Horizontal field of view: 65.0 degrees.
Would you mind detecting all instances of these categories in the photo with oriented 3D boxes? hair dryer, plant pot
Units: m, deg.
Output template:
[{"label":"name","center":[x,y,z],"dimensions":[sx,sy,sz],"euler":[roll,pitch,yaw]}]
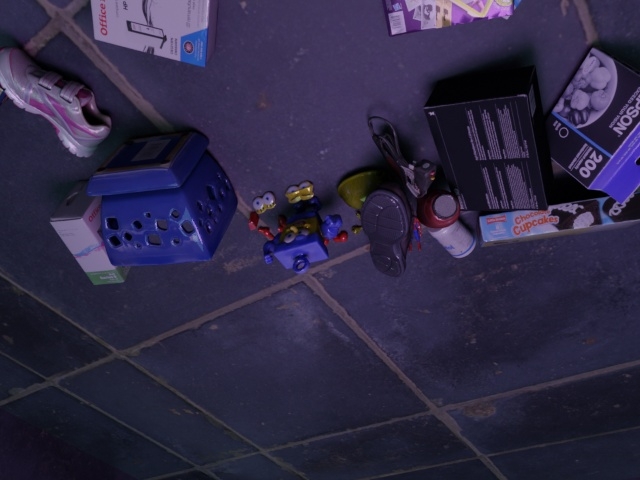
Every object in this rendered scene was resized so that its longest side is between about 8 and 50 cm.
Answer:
[{"label":"hair dryer","center":[0.208,-0.122,1.044],"dimensions":[0.080,0.224,0.294],"euler":[-31,139,0]},{"label":"plant pot","center":[-0.337,-0.099,1.081],"dimensions":[0.235,0.236,0.212],"euler":[-5,125,11]}]

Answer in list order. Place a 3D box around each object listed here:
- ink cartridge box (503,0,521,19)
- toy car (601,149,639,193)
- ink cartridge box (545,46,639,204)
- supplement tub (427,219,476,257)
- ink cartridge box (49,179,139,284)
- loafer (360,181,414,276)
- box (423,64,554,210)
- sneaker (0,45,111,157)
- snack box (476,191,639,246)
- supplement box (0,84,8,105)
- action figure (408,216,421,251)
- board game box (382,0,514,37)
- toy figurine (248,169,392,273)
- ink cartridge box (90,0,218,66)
[{"label":"ink cartridge box","center":[0.292,-0.415,0.840],"dimensions":[0.083,0.028,0.048],"euler":[24,131,-15]},{"label":"toy car","center":[0.588,-0.164,0.963],"dimensions":[0.159,0.136,0.182],"euler":[18,132,-10]},{"label":"ink cartridge box","center":[0.517,-0.201,0.904],"dimensions":[0.045,0.208,0.206],"euler":[-15,143,-32]},{"label":"supplement tub","center":[0.309,-0.015,1.181],"dimensions":[0.071,0.071,0.107],"euler":[-34,121,32]},{"label":"ink cartridge box","center":[-0.533,-0.021,1.219],"dimensions":[0.093,0.154,0.213],"euler":[-6,131,12]},{"label":"loafer","center":[0.156,-0.035,1.106],"dimensions":[0.108,0.095,0.303],"euler":[19,150,22]},{"label":"box","center":[0.330,-0.182,0.966],"dimensions":[0.184,0.103,0.261],"euler":[0,136,34]},{"label":"sneaker","center":[-0.524,-0.291,1.015],"dimensions":[0.111,0.103,0.252],"euler":[-23,132,21]},{"label":"snack box","center":[0.503,-0.040,1.070],"dimensions":[0.321,0.060,0.187],"euler":[-9,173,14]},{"label":"supplement box","center":[-0.652,-0.325,1.000],"dimensions":[0.083,0.083,0.056],"euler":[39,126,-26]},{"label":"action figure","center":[0.225,-0.021,1.215],"dimensions":[0.038,0.030,0.115],"euler":[-2,130,16]},{"label":"board game box","center":[0.172,-0.495,0.743],"dimensions":[0.208,0.056,0.347],"euler":[2,134,25]},{"label":"toy figurine","center":[0.000,0.000,1.132],"dimensions":[0.362,0.217,0.191],"euler":[-13,130,19]},{"label":"ink cartridge box","center":[-0.287,-0.409,0.877],"dimensions":[0.202,0.086,0.148],"euler":[12,133,-5]}]
